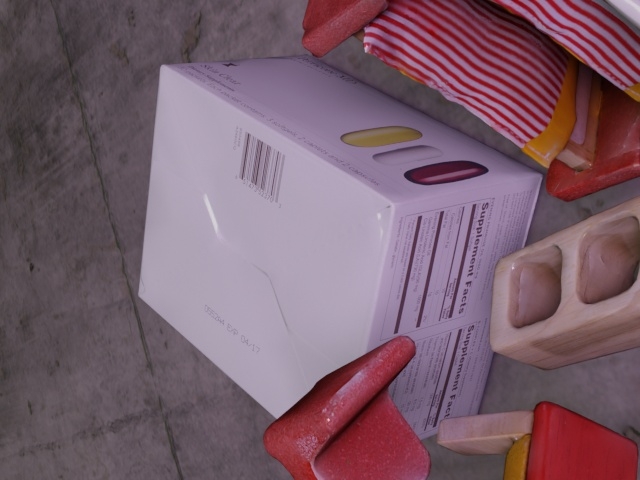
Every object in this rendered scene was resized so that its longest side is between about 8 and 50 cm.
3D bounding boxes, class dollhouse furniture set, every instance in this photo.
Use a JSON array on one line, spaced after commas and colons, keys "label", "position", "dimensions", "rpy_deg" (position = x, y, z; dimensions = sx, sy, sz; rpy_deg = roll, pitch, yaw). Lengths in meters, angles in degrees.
[{"label": "dollhouse furniture set", "position": [0.094, -0.017, 0.509], "dimensions": [0.152, 0.201, 0.374], "rpy_deg": [-29, 42, 52]}]

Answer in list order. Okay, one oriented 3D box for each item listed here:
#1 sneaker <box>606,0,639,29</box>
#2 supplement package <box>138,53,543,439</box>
[{"label": "sneaker", "position": [0.223, -0.092, 0.467], "dimensions": [0.256, 0.151, 0.094], "rpy_deg": [26, 96, 15]}, {"label": "supplement package", "position": [0.000, 0.000, 0.794], "dimensions": [0.262, 0.145, 0.204], "rpy_deg": [34, 124, 40]}]
